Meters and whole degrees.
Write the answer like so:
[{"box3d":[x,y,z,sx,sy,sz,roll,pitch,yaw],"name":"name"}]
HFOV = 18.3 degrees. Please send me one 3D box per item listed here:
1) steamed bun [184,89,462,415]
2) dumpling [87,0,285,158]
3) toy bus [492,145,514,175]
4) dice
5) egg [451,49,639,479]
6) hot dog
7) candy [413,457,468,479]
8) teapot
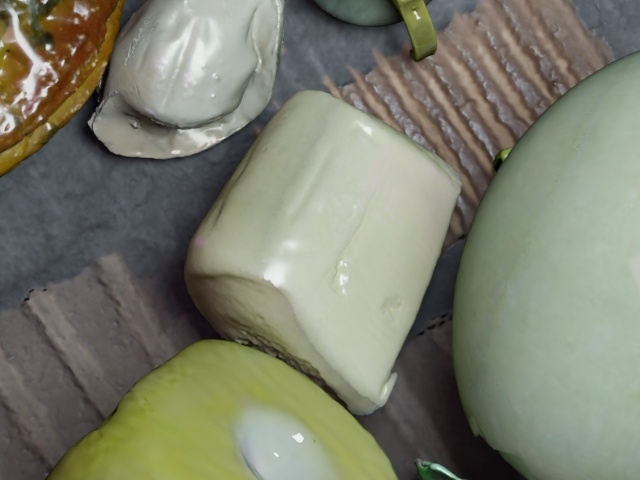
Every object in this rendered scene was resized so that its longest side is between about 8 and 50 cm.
[{"box3d":[0.000,0.000,1.589,0.200,0.170,0.225,44,64,-26],"name":"steamed bun"},{"box3d":[-0.100,-0.145,1.620,0.136,0.118,0.199,28,111,-11],"name":"dumpling"},{"box3d":[0.235,-0.056,1.622,0.175,0.088,0.101,-18,83,-3],"name":"toy bus"},{"box3d":[-0.088,0.233,1.466,0.227,0.238,0.233,41,119,6],"name":"dice"},{"box3d":[0.246,0.020,1.439,0.278,0.278,0.336,22,99,2],"name":"egg"},{"box3d":[-0.285,-0.212,1.546,0.267,0.174,0.388,48,60,-37],"name":"hot dog"},{"box3d":[0.242,0.264,1.493,0.398,0.263,0.172,33,74,3],"name":"candy"},{"box3d":[0.051,-0.227,1.626,0.130,0.119,0.166,-27,84,-4],"name":"teapot"}]
